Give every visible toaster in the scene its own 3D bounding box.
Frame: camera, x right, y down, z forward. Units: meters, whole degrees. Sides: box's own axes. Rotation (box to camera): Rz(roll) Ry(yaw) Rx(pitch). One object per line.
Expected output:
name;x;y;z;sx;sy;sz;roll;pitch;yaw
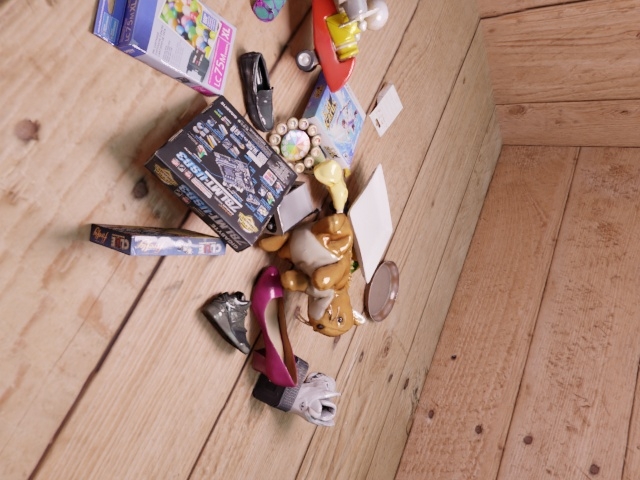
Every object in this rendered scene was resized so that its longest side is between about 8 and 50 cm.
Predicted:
toaster;-0.126;-0.103;1.242;0.186;0.168;0.110;-40;128;-41

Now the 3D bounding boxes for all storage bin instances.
storage bin;-0.136;0.478;1.423;0.084;0.122;0.180;50;59;-48

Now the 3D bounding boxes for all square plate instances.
square plate;0.195;-0.070;1.622;0.344;0.050;0.346;-57;141;-42

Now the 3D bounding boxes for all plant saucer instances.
plant saucer;0.298;0.245;2.028;0.311;0.050;0.309;-17;112;-51

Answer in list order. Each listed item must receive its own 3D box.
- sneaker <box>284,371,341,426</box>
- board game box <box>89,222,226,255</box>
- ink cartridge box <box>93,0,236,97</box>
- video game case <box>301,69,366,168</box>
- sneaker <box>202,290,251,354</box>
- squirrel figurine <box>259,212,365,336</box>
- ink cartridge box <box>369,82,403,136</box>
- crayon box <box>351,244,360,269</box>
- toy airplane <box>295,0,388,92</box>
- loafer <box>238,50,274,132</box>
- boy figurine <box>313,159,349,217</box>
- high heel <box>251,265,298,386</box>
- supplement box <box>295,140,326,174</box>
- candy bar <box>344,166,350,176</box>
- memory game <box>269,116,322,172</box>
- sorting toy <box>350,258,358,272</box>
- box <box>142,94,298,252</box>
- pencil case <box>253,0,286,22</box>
sneaker;0.001;0.604;1.569;0.366;0.211;0.137;19;84;-55
board game box;-0.362;0.000;0.945;0.243;0.165;0.042;3;97;-54
ink cartridge box;-0.337;-0.479;0.946;0.311;0.065;0.185;13;88;-53
video game case;0.056;-0.431;1.444;0.244;0.061;0.269;47;50;-42
sneaker;-0.246;0.240;1.237;0.130;0.087;0.227;-46;128;-29
squirrel figurine;0.029;0.117;1.375;0.397;0.282;0.369;-22;93;-72
ink cartridge box;0.277;-0.568;1.808;0.179;0.045;0.145;-52;140;-6
crayon box;0.150;0.021;1.734;0.279;0.081;0.165;-29;121;-48
toy airplane;0.064;-0.695;1.221;0.384;0.273;0.385;85;7;-64
loafer;-0.170;-0.417;1.175;0.076;0.078;0.223;-40;129;-41
boy figurine;0.050;-0.174;1.454;0.285;0.092;0.177;60;18;-61
high heel;-0.124;0.276;1.333;0.127;0.182;0.376;-12;108;-52
supplement box;-0.034;-0.282;1.419;0.083;0.056;0.083;-63;141;-22
candy bar;0.098;-0.330;1.624;0.040;0.018;0.161;-39;129;-43
memory game;-0.078;-0.299;1.314;0.187;0.012;0.186;-13;122;-21
sorting toy;0.102;0.092;1.598;0.102;0.042;0.061;-5;123;-44
box;-0.223;-0.170;1.019;0.295;0.073;0.293;45;46;-21
pencil case;-0.130;-0.695;1.170;0.070;0.065;0.151;63;47;-62
